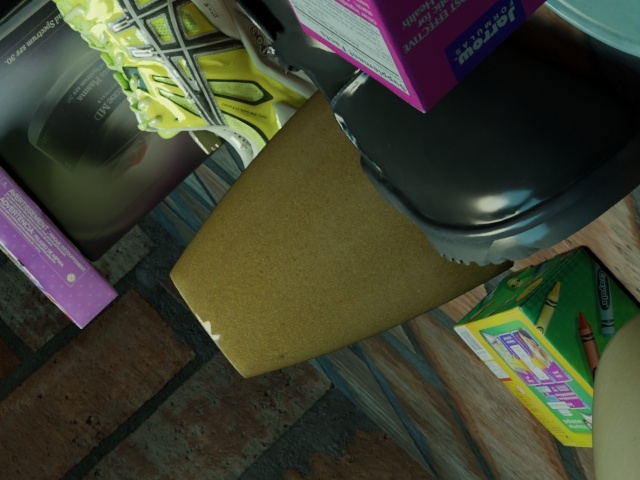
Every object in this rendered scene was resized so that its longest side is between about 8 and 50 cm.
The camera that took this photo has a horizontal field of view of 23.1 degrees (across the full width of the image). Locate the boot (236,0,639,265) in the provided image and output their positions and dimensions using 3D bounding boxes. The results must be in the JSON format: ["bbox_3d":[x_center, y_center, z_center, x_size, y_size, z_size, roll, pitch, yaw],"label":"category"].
[{"bbox_3d":[0.002,-0.207,1.053,0.445,0.146,0.367,55,167,-18],"label":"boot"}]

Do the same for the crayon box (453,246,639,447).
[{"bbox_3d":[0.230,0.105,1.438,0.165,0.081,0.278,47,170,0],"label":"crayon box"}]

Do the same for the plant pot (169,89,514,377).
[{"bbox_3d":[0.000,0.000,1.399,0.237,0.254,0.237,55,178,3],"label":"plant pot"}]

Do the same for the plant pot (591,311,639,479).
[{"bbox_3d":[0.281,0.150,1.013,0.256,0.256,0.274,51,-174,-23],"label":"plant pot"}]

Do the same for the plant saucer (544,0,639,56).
[{"bbox_3d":[0.121,-0.200,0.794,0.317,0.043,0.317,46,171,9],"label":"plant saucer"}]

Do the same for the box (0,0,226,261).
[{"bbox_3d":[-0.251,-0.192,1.709,0.183,0.296,0.294,35,165,50],"label":"box"}]

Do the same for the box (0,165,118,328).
[{"bbox_3d":[-0.331,-0.013,1.717,0.201,0.057,0.293,50,170,-17],"label":"box"}]

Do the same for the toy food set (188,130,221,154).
[{"bbox_3d":[-0.110,-0.157,1.617,0.132,0.192,0.038,49,128,1],"label":"toy food set"}]

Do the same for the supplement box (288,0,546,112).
[{"bbox_3d":[0.026,-0.187,0.795,0.114,0.111,0.220,39,169,36],"label":"supplement box"}]

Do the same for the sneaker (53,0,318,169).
[{"bbox_3d":[-0.148,-0.182,1.458,0.384,0.147,0.145,31,173,-14],"label":"sneaker"}]

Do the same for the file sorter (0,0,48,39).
[{"bbox_3d":[-0.278,-0.289,1.058,0.278,0.173,0.193,49,178,22],"label":"file sorter"}]
